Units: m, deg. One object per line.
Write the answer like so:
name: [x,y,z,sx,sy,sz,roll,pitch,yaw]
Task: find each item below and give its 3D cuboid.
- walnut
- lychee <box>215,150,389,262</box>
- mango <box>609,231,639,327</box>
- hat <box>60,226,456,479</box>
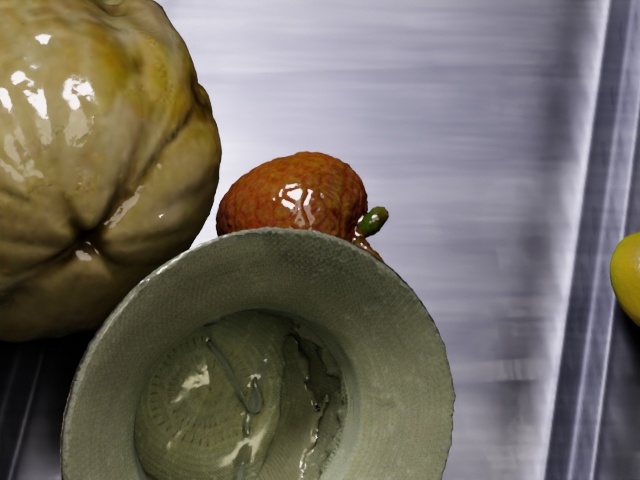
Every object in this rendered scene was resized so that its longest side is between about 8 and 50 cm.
walnut: [-0.189,-0.054,1.165,0.283,0.227,0.283,-24,38,20]
lychee: [-0.005,0.001,1.259,0.140,0.101,0.114,30,47,5]
mango: [0.303,0.031,1.305,0.191,0.085,0.122,-19,80,-5]
hat: [-0.055,0.107,1.177,0.257,0.130,0.257,-4,101,-22]
